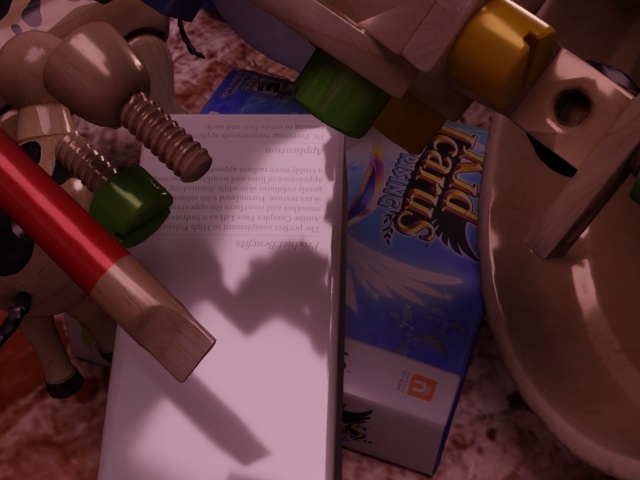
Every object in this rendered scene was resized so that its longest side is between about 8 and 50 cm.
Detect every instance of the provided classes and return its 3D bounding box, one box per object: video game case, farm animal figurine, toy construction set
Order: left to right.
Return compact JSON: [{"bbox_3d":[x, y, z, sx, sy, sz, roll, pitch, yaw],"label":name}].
[{"bbox_3d":[-0.204,-0.085,0.591,0.330,0.172,0.326,16,49,31],"label":"farm animal figurine"},{"bbox_3d":[0.000,0.000,0.655,0.244,0.061,0.269,17,48,11],"label":"video game case"},{"bbox_3d":[0.037,-0.062,0.404,0.237,0.257,0.309,44,82,12],"label":"toy construction set"}]

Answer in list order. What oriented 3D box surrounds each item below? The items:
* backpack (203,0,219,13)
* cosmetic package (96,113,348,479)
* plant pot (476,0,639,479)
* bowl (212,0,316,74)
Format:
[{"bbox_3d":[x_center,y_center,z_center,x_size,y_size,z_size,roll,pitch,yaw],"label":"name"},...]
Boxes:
[{"bbox_3d":[-0.057,-0.309,0.865,0.158,0.173,0.117,-19,51,-21],"label":"backpack"},{"bbox_3d":[-0.044,0.047,0.514,0.117,0.085,0.231,1,66,5],"label":"cosmetic package"},{"bbox_3d":[0.307,-0.023,0.525,0.306,0.333,0.333,11,43,-24],"label":"plant pot"},{"bbox_3d":[0.039,-0.209,0.744,0.298,0.134,0.297,0,47,0],"label":"bowl"}]
